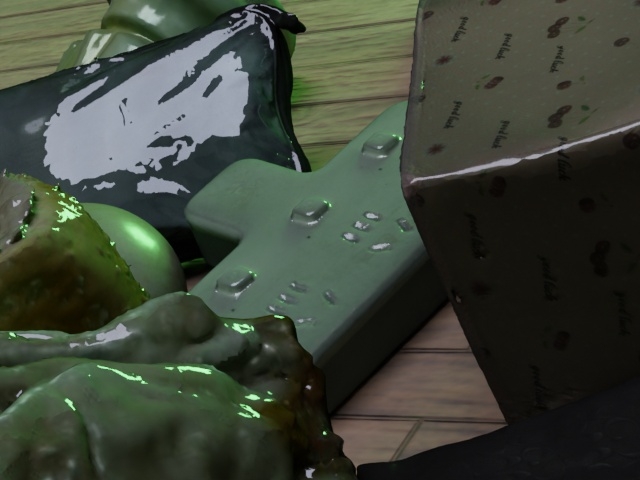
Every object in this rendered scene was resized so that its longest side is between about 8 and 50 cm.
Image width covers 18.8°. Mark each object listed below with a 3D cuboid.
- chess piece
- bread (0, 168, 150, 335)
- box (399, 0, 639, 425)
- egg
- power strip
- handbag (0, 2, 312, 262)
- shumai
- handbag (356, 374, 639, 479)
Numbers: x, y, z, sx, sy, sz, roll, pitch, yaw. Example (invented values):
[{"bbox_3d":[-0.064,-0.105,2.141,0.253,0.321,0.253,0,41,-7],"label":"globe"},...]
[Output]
[{"bbox_3d":[-0.166,-0.096,1.521,0.176,0.176,0.298,13,59,51],"label":"chess piece"},{"bbox_3d":[-0.191,0.059,1.129,0.196,0.246,0.176,-1,37,34],"label":"bread"},{"bbox_3d":[0.217,-0.055,1.049,0.297,0.190,0.225,-18,28,16],"label":"box"},{"bbox_3d":[-0.153,0.032,1.284,0.114,0.114,0.152,-37,36,-22],"label":"egg"},{"bbox_3d":[0.000,0.000,1.242,0.194,0.059,0.265,18,50,40],"label":"power strip"},{"bbox_3d":[-0.155,-0.050,1.402,0.332,0.075,0.191,-18,64,13],"label":"handbag"},{"bbox_3d":[-0.106,0.127,0.892,0.263,0.309,0.304,-25,-15,-10],"label":"shumai"},{"bbox_3d":[0.136,0.142,0.881,0.223,0.080,0.247,-24,27,3],"label":"handbag"}]
